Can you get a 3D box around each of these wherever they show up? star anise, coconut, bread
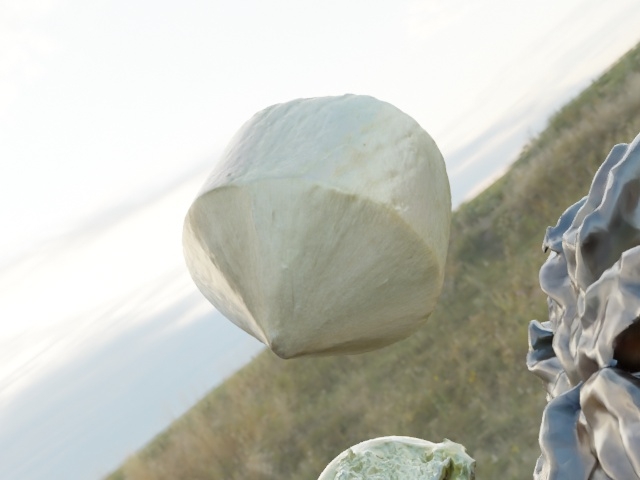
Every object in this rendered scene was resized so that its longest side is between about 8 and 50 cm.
[{"bbox_3d":[0.175,0.086,0.565,0.117,0.332,0.332,0,-6,-1],"label":"star anise"},{"bbox_3d":[0.000,0.000,1.148,0.328,0.329,0.329,-38,-4,-3],"label":"coconut"},{"bbox_3d":[0.080,0.423,1.443,0.316,0.211,0.270,-49,-28,-54],"label":"bread"}]
